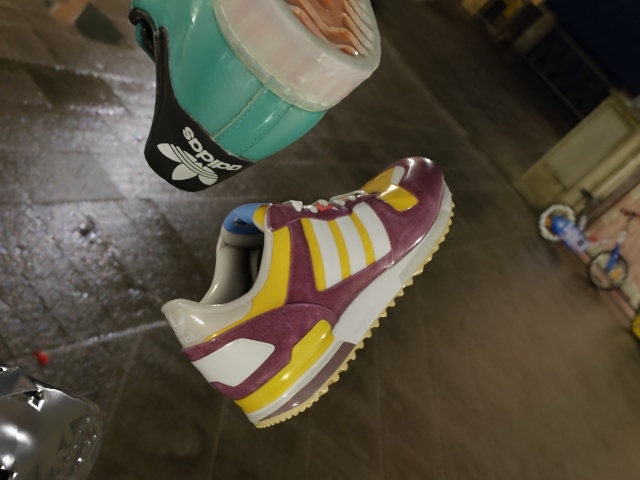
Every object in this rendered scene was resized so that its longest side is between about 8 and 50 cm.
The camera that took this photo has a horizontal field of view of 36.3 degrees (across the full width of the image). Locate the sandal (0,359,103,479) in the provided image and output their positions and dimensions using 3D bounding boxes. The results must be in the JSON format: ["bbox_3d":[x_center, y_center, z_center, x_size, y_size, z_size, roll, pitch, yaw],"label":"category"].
[{"bbox_3d":[-0.189,0.105,0.545,0.054,0.097,0.254,15,-7,23],"label":"sandal"}]

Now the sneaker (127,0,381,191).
[{"bbox_3d":[-0.047,-0.146,0.527,0.108,0.121,0.302,36,31,-27],"label":"sneaker"}]

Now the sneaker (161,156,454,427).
[{"bbox_3d":[0.000,0.000,0.483,0.084,0.069,0.185,49,49,-14],"label":"sneaker"}]
